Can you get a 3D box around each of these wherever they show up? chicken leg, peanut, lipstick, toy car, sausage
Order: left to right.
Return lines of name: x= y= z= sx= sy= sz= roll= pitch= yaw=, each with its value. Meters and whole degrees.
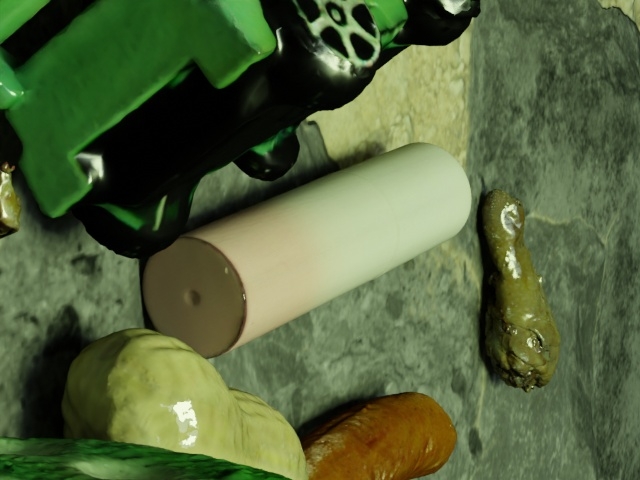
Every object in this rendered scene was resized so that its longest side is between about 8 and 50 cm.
peanut: x=-0.087 y=0.144 z=1.204 sx=0.256 sy=0.123 sz=0.123 roll=48 pitch=55 yaw=-56
toy car: x=-0.062 y=-0.126 z=1.121 sx=0.176 sy=0.213 sz=0.359 roll=55 pitch=34 yaw=0
lipstick: x=0.000 y=0.000 z=1.341 sx=0.327 sy=0.087 sz=0.087 roll=-24 pitch=115 yaw=-55
sausage: x=0.012 y=0.192 z=1.404 sx=0.302 sy=0.076 sz=0.103 roll=-32 pitch=121 yaw=-53
chicken leg: x=0.182 y=0.047 z=1.675 sx=0.085 sy=0.069 sz=0.198 roll=-30 pitch=114 yaw=-55

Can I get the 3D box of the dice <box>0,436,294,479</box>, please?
dice: x=-0.143 y=0.264 z=0.952 sx=0.287 sy=0.297 sz=0.300 roll=-6 pitch=100 yaw=-60

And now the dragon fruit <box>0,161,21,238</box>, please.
dragon fruit: x=-0.274 y=-0.008 z=0.852 sx=0.282 sy=0.147 sz=0.211 roll=-23 pitch=124 yaw=-56
